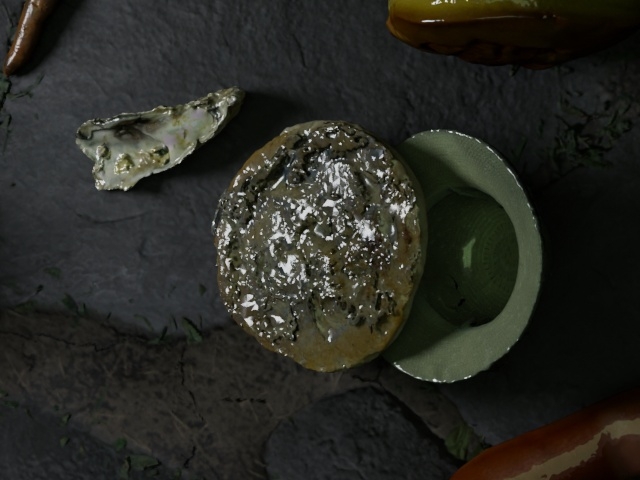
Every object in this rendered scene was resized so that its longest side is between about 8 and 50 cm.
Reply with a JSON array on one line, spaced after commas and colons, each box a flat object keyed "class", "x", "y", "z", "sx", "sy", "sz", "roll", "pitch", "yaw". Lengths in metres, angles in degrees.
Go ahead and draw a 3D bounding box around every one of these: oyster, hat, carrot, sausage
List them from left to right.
[{"class": "carrot", "x": -0.308, "y": -0.250, "z": 1.890, "sx": 0.035, "sy": 0.035, "sz": 0.165, "roll": 32, "pitch": 100, "yaw": 8}, {"class": "oyster", "x": -0.172, "y": -0.110, "z": 1.871, "sx": 0.199, "sy": 0.061, "sz": 0.106, "roll": -2, "pitch": 110, "yaw": 13}, {"class": "hat", "x": 0.159, "y": 0.015, "z": 1.754, "sx": 0.257, "sy": 0.130, "sz": 0.257, "roll": 1, "pitch": 91, "yaw": 45}, {"class": "sausage", "x": 0.265, "y": 0.223, "z": 1.781, "sx": 0.300, "sy": 0.083, "sz": 0.089, "roll": -24, "pitch": 82, "yaw": 8}]

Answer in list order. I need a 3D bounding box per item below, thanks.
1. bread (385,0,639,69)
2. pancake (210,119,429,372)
[{"class": "bread", "x": 0.188, "y": -0.242, "z": 1.689, "sx": 0.269, "sy": 0.270, "sz": 0.148, "roll": 0, "pitch": 92, "yaw": 10}, {"class": "pancake", "x": -0.001, "y": 0.000, "z": 1.781, "sx": 0.282, "sy": 0.049, "sz": 0.283, "roll": -1, "pitch": 88, "yaw": 40}]
